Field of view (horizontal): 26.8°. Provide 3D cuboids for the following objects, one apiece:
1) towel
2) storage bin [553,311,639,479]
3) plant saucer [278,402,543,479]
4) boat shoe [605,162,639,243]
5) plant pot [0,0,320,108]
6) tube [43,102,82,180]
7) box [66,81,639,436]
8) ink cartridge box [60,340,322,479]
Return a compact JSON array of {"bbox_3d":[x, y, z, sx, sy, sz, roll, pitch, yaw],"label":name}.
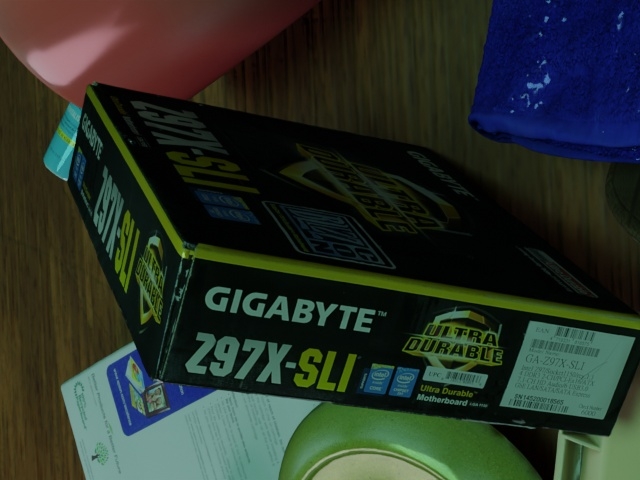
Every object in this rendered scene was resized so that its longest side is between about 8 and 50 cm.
[{"bbox_3d":[0.181,-0.197,0.766,0.227,0.076,0.308,15,93,57],"label":"towel"},{"bbox_3d":[0.257,0.188,0.726,0.260,0.123,0.262,12,100,44],"label":"storage bin"},{"bbox_3d":[0.060,0.218,0.925,0.241,0.037,0.241,13,114,30],"label":"plant saucer"},{"bbox_3d":[0.260,-0.006,0.737,0.095,0.095,0.257,-62,27,3],"label":"boat shoe"},{"bbox_3d":[-0.089,-0.252,0.970,0.243,0.275,0.275,-19,78,33],"label":"plant pot"},{"bbox_3d":[-0.182,-0.148,1.195,0.080,0.052,0.207,40,112,28],"label":"tube"},{"bbox_3d":[0.000,0.000,0.796,0.322,0.257,0.079,-130,51,-64],"label":"box"},{"bbox_3d":[-0.082,0.138,1.092,0.332,0.065,0.165,-30,71,42],"label":"ink cartridge box"}]
